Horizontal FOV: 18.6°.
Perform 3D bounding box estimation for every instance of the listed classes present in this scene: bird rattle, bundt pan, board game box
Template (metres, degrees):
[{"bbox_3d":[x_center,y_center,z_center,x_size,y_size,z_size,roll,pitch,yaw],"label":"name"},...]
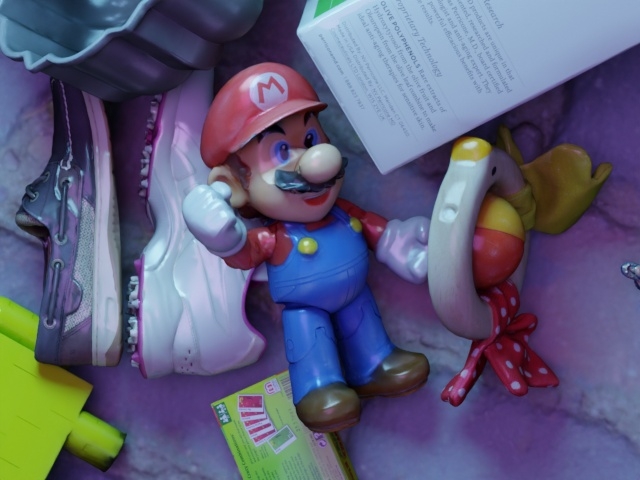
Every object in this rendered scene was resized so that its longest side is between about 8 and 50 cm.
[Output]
[{"bbox_3d":[0.138,0.015,1.688,0.143,0.207,0.253,16,79,31],"label":"bird rattle"},{"bbox_3d":[-0.137,-0.264,1.740,0.331,0.124,0.331,-29,44,32],"label":"bundt pan"},{"bbox_3d":[-0.020,0.213,1.777,0.092,0.043,0.181,-25,80,10],"label":"board game box"}]

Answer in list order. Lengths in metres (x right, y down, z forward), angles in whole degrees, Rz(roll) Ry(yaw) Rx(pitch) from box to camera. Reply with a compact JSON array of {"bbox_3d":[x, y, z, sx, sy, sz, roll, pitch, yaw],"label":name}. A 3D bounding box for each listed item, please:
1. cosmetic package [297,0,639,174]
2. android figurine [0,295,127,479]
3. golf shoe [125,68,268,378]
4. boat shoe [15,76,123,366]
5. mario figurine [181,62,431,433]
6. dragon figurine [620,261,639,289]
[{"bbox_3d":[0.179,-0.222,1.663,0.365,0.197,0.155,-29,105,12],"label":"cosmetic package"},{"bbox_3d":[-0.321,0.166,1.779,0.273,0.056,0.248,28,65,-10],"label":"android figurine"},{"bbox_3d":[-0.103,-0.023,1.794,0.140,0.115,0.306,4,87,-5],"label":"golf shoe"},{"bbox_3d":[-0.234,-0.023,1.799,0.092,0.103,0.285,-4,82,-12],"label":"boat shoe"},{"bbox_3d":[0.000,0.000,1.683,0.170,0.198,0.320,-16,101,20],"label":"mario figurine"},{"bbox_3d":[0.405,0.059,1.675,0.289,0.144,0.085,23,89,-6],"label":"dragon figurine"}]
